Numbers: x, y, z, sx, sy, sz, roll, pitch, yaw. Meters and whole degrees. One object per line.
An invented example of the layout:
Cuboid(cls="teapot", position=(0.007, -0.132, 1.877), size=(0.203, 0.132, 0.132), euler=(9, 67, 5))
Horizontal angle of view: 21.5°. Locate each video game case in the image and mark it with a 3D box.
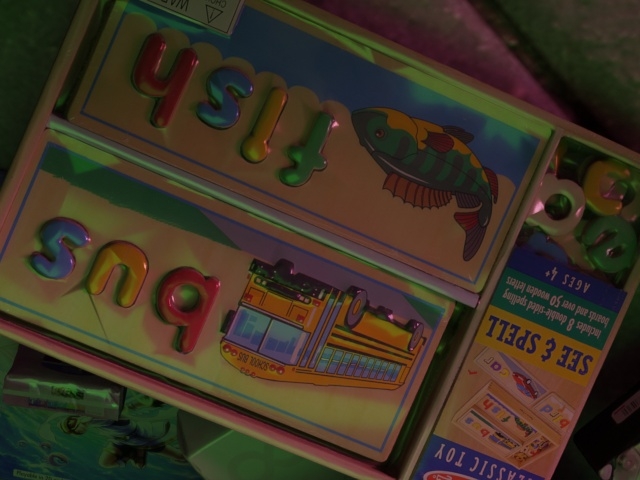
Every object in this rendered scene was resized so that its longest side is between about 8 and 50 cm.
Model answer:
Cuboid(cls="video game case", position=(-0.138, 0.085, 1.222), size=(0.270, 0.061, 0.244), euler=(11, 124, -3))

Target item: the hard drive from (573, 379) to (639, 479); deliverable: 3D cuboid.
Cuboid(cls="hard drive", position=(0.371, 0.185, 1.210), size=(0.237, 0.064, 0.339), euler=(-40, 115, 5))

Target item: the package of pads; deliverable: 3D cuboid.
Cuboid(cls="package of pads", position=(-0.174, 0.096, 1.163), size=(0.083, 0.050, 0.032), euler=(8, 120, -1))

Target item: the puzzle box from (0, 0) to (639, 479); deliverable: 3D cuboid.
Cuboid(cls="puzzle box", position=(0.000, 0.000, 1.084), size=(0.409, 0.052, 0.272), euler=(22, 95, -11))

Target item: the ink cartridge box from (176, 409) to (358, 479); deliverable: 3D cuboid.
Cuboid(cls="ink cartridge box", position=(0.041, 0.132, 1.195), size=(0.232, 0.066, 0.189), euler=(-28, 130, 10))
